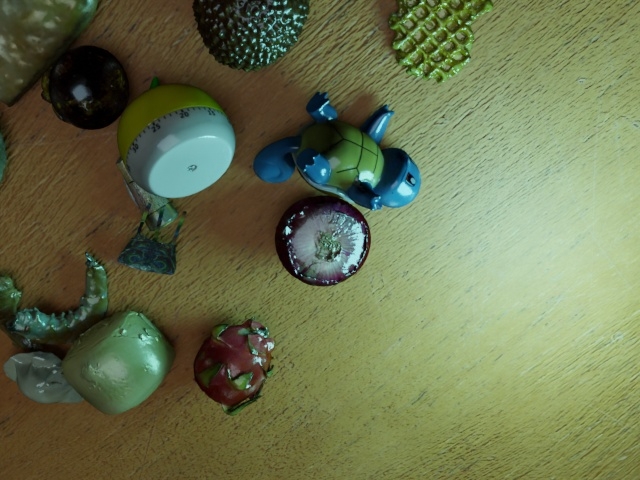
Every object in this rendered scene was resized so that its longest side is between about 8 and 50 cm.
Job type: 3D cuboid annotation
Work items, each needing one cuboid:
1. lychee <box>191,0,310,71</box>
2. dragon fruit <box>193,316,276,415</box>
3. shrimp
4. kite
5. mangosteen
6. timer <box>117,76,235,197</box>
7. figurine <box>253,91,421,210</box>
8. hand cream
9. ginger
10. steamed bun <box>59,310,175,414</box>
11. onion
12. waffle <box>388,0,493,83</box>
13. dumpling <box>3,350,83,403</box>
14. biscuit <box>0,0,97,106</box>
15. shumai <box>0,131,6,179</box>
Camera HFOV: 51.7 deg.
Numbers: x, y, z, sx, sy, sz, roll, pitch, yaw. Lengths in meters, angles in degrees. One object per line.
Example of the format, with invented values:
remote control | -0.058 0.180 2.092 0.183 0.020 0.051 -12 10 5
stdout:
lychee | -0.148 -0.502 1.441 0.268 0.267 0.267 -1 111 -2
dragon fruit | -0.226 0.328 1.769 0.224 0.224 0.227 34 122 -14
shrimp | -0.663 0.184 1.752 0.287 0.068 0.185 -39 127 0
kite | -0.415 -0.002 1.670 0.152 0.015 0.285 15 140 -18
mangosteen | -0.553 -0.349 1.517 0.217 0.192 0.192 4 112 18
timer | -0.355 -0.265 1.538 0.286 0.285 0.285 -1 111 -2
figurine | 0.047 -0.188 1.581 0.417 0.297 0.243 8 144 -3
hand cream | -0.443 -0.124 1.659 0.084 0.084 0.203 -28 105 8
ginger | -0.854 0.179 1.755 0.148 0.081 0.333 -28 121 -5
steamed bun | -0.539 0.330 1.753 0.273 0.166 0.232 -36 114 -9
onion | 0.004 -0.003 1.679 0.248 0.161 0.247 -5 114 -12
waffle | 0.285 -0.500 1.553 0.249 0.056 0.253 -9 109 2
dumpling | -0.745 0.366 1.805 0.229 0.124 0.151 24 116 -15
biscuit | -0.713 -0.596 1.450 0.446 0.104 0.429 -40 108 15
shumai | -0.919 -0.225 1.541 0.263 0.314 0.267 27 74 23
